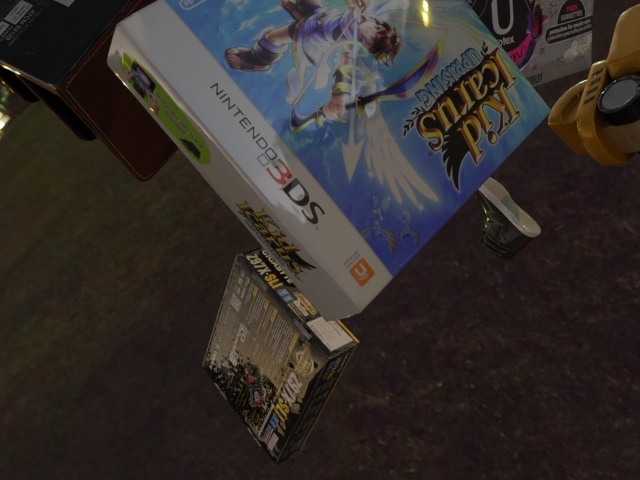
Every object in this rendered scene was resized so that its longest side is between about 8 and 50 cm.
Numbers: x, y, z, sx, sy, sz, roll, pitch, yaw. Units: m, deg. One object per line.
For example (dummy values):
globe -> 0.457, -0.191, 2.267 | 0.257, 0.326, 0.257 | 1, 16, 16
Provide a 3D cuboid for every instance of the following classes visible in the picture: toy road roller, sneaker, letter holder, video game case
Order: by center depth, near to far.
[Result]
video game case -> 0.026, -0.117, 0.476 | 0.269, 0.244, 0.061 | -43, 8, -27
letter holder -> -0.208, -0.252, 0.725 | 0.152, 0.214, 0.301 | 28, 75, 21
toy road roller -> 0.647, -0.317, 1.330 | 0.241, 0.203, 0.329 | -6, 55, 57
sneaker -> 0.472, -0.068, 1.717 | 0.295, 0.105, 0.146 | 59, 135, 37

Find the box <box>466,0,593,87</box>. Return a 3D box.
box -> 0.206, -0.268, 0.783 | 0.247, 0.142, 0.163 | -23, 28, -25

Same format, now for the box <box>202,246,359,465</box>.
box -> -0.089, 0.209, 1.109 | 0.257, 0.079, 0.322 | 44, 131, 27
